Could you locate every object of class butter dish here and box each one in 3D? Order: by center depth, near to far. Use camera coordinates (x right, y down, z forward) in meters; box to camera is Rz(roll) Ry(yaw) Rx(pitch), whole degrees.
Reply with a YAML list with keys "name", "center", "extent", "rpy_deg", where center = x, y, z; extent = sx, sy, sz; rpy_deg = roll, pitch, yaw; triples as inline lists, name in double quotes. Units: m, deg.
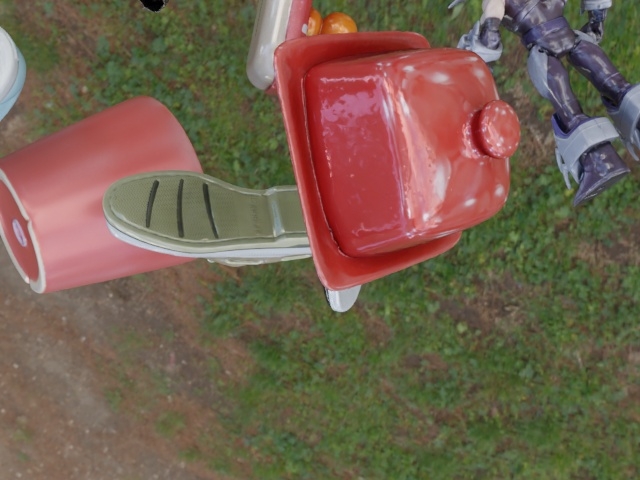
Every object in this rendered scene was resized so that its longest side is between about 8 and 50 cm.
- name: "butter dish"
  center: [0.069, -0.061, 0.483]
  extent: [0.118, 0.160, 0.160]
  rpy_deg: [-5, 99, 45]

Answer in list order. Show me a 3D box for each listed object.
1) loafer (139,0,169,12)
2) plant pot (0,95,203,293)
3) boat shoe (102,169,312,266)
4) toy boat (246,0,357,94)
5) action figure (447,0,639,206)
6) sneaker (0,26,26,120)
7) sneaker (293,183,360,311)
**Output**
- name: "loafer"
  center: [-0.235, -0.358, 0.999]
  extent: [0.080, 0.220, 0.078]
  rpy_deg: [1, 86, 12]
- name: "plant pot"
  center: [-0.332, -0.053, 1.131]
  extent: [0.275, 0.243, 0.274]
  rpy_deg: [34, 136, 40]
- name: "boat shoe"
  center: [-0.117, -0.014, 0.965]
  extent: [0.303, 0.113, 0.103]
  rpy_deg: [5, 151, -14]
- name: "toy boat"
  center: [-0.017, -0.327, 1.156]
  extent: [0.151, 0.231, 0.151]
  rpy_deg: [12, 179, -15]
- name: "action figure"
  center: [0.234, -0.186, 0.767]
  extent: [0.099, 0.185, 0.285]
  rpy_deg: [82, 162, -75]
- name: "sneaker"
  center: [-0.494, -0.110, 0.914]
  extent: [0.135, 0.366, 0.150]
  rpy_deg: [54, 175, -2]
- name: "sneaker"
  center: [0.000, 0.000, 1.227]
  extent: [0.121, 0.079, 0.216]
  rpy_deg: [7, 103, 37]
